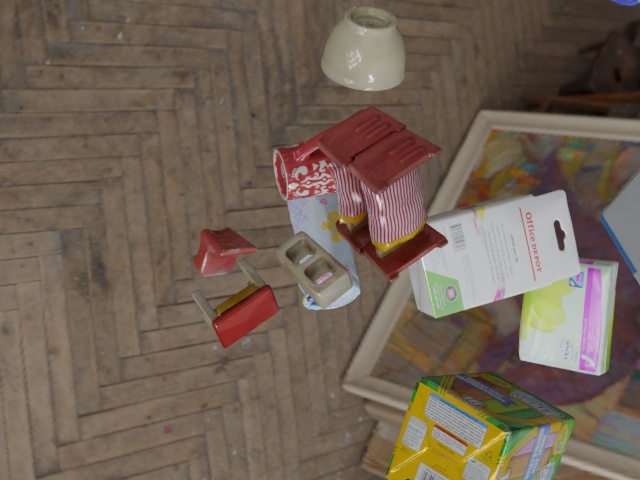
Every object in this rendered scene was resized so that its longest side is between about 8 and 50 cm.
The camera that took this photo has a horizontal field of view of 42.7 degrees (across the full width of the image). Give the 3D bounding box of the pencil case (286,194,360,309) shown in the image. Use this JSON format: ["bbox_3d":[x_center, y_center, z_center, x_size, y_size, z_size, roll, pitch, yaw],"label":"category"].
[{"bbox_3d":[0.000,0.000,1.622,0.113,0.124,0.273,5,63,-33],"label":"pencil case"}]

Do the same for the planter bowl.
[{"bbox_3d":[0.086,-0.366,1.517,0.162,0.162,0.109,-30,144,-34],"label":"planter bowl"}]

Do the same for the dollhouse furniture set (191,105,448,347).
[{"bbox_3d":[-0.007,0.000,1.172,0.374,0.152,0.201,-35,140,-16],"label":"dollhouse furniture set"}]

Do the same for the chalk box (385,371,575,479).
[{"bbox_3d":[0.204,0.242,0.974,0.213,0.132,0.132,5,105,-49],"label":"chalk box"}]

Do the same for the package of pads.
[{"bbox_3d":[0.641,0.188,2.140,0.101,0.229,0.297,-11,106,-55],"label":"package of pads"}]

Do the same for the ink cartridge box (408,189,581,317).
[{"bbox_3d":[0.371,0.020,1.791,0.353,0.119,0.207,-14,96,-11],"label":"ink cartridge box"}]

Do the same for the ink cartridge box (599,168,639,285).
[{"bbox_3d":[0.430,0.054,0.720,0.307,0.129,0.223,29,24,-13],"label":"ink cartridge box"}]

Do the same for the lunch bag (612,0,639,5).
[{"bbox_3d":[0.441,-0.465,0.840,0.238,0.328,0.386,27,81,-3],"label":"lunch bag"}]

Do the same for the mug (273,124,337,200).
[{"bbox_3d":[0.009,-0.145,1.404,0.169,0.113,0.150,-12,124,-13],"label":"mug"}]
